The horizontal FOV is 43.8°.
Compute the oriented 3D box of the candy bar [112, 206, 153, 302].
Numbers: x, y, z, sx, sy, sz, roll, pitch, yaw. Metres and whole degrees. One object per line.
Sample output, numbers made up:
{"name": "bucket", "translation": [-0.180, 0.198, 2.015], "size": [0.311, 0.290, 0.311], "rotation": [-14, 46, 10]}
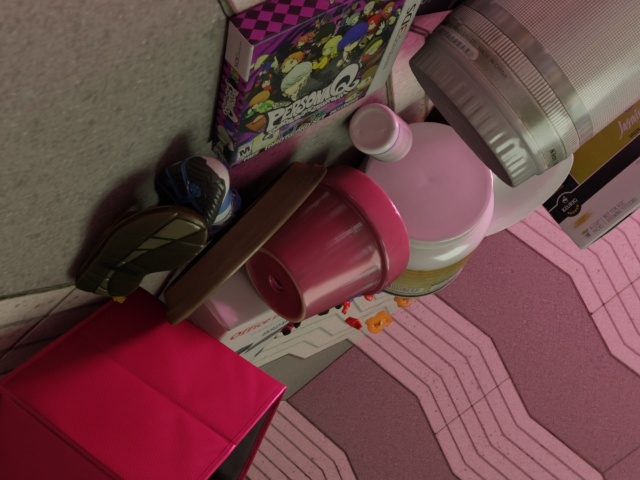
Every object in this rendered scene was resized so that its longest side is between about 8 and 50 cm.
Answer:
{"name": "candy bar", "translation": [-0.223, 0.022, 0.954], "size": [0.161, 0.040, 0.018], "rotation": [-48, 173, 39]}

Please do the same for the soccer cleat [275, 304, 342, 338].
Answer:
{"name": "soccer cleat", "translation": [-0.059, 0.081, 1.433], "size": [0.116, 0.143, 0.331], "rotation": [25, 148, -33]}

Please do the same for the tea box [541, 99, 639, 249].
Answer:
{"name": "tea box", "translation": [0.624, -0.217, 1.755], "size": [0.220, 0.323, 0.329], "rotation": [-22, 161, -49]}

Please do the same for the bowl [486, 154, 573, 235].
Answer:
{"name": "bowl", "translation": [0.367, -0.142, 1.676], "size": [0.298, 0.134, 0.298], "rotation": [-22, 152, -12]}

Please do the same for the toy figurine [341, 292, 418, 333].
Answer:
{"name": "toy figurine", "translation": [0.137, 0.040, 1.868], "size": [0.362, 0.191, 0.217], "rotation": [-41, -161, -18]}

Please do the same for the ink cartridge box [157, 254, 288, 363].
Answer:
{"name": "ink cartridge box", "translation": [-0.170, 0.138, 1.286], "size": [0.223, 0.129, 0.307], "rotation": [-23, 160, -47]}

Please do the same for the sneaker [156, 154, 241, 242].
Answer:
{"name": "sneaker", "translation": [-0.132, -0.050, 0.898], "size": [0.081, 0.080, 0.211], "rotation": [-39, 178, -24]}

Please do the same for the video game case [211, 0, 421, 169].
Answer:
{"name": "video game case", "translation": [-0.002, -0.188, 0.823], "size": [0.232, 0.042, 0.210], "rotation": [-32, 164, -25]}

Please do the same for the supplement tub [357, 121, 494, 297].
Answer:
{"name": "supplement tub", "translation": [0.159, -0.043, 1.325], "size": [0.228, 0.228, 0.316], "rotation": [-36, 167, -10]}

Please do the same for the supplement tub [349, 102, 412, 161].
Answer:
{"name": "supplement tub", "translation": [0.086, -0.150, 1.122], "size": [0.071, 0.071, 0.107], "rotation": [-41, 166, 12]}

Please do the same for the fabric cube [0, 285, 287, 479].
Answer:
{"name": "fabric cube", "translation": [-0.242, 0.263, 1.030], "size": [0.259, 0.258, 0.254], "rotation": [-43, 163, -50]}

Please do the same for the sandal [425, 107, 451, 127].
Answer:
{"name": "sandal", "translation": [0.281, -0.239, 1.238], "size": [0.167, 0.107, 0.446], "rotation": [-33, 168, -19]}

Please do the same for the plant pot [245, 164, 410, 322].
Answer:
{"name": "plant pot", "translation": [-0.001, 0.017, 1.151], "size": [0.180, 0.201, 0.201], "rotation": [-35, 167, -30]}

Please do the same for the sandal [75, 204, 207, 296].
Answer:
{"name": "sandal", "translation": [-0.204, 0.005, 0.884], "size": [0.090, 0.060, 0.219], "rotation": [20, 147, -29]}

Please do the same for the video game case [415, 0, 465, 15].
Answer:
{"name": "video game case", "translation": [0.216, -0.346, 0.908], "size": [0.274, 0.026, 0.196], "rotation": [-24, 161, -45]}

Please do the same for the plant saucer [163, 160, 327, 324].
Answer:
{"name": "plant saucer", "translation": [-0.102, -0.005, 1.007], "size": [0.278, 0.041, 0.278], "rotation": [-44, -174, 6]}

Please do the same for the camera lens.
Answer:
{"name": "camera lens", "translation": [0.270, -0.223, 0.928], "size": [0.274, 0.219, 0.219], "rotation": [-39, 167, 7]}
